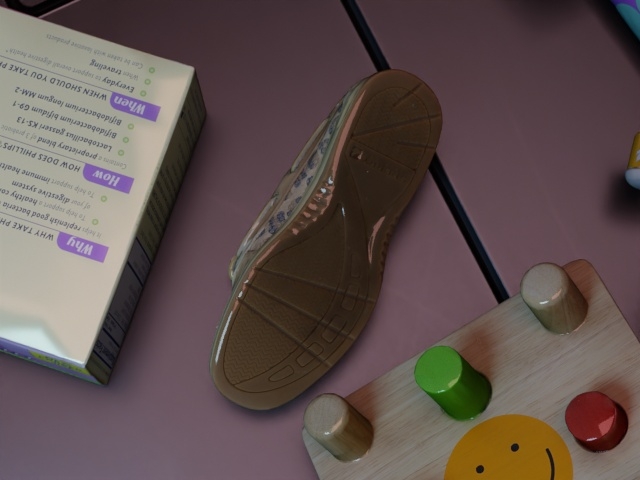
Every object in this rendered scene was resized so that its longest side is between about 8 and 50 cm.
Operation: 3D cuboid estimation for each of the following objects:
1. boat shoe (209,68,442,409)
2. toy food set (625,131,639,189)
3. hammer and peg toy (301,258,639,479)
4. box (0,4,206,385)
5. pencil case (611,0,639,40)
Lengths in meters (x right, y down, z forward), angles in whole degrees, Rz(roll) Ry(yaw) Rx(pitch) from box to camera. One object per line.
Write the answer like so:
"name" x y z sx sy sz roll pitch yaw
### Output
"boat shoe" 0.000 0.000 1.234 0.104 0.089 0.285 34 82 -19
"toy food set" 0.341 -0.004 1.208 0.232 0.111 0.104 13 79 9
"hammer and peg toy" 0.182 0.146 1.093 0.361 0.127 0.266 -31 54 9
"box" -0.229 -0.039 1.221 0.214 0.117 0.243 18 78 4
"pencil case" 0.282 -0.184 1.272 0.070 0.064 0.151 -37 80 9
